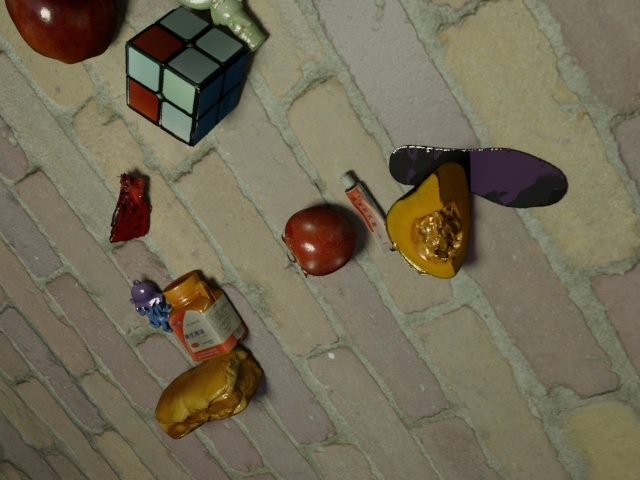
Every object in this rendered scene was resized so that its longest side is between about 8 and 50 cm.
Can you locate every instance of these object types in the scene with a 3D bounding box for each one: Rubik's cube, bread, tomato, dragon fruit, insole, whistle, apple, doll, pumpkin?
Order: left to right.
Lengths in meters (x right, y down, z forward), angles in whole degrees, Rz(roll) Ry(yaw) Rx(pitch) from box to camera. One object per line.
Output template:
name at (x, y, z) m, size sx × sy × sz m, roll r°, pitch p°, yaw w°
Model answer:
apple at (-0.537, -0.488, 1.266) m, size 0.233 × 0.234 × 0.234 m, roll 11°, pitch 121°, yaw 20°
dragon fruit at (-0.508, -0.091, 1.545) m, size 0.092 × 0.122 × 0.192 m, roll 35°, pitch 130°, yaw 22°
doll at (-0.477, 0.188, 1.718) m, size 0.109 × 0.067 × 0.206 m, roll -12°, pitch 123°, yaw 15°
Rubik's cube at (-0.275, -0.332, 1.236) m, size 0.180 × 0.167 × 0.183 m, roll 34°, pitch 144°, yaw 3°
bread at (-0.327, 0.427, 1.701) m, size 0.344 × 0.195 × 0.149 m, roll -32°, pitch 106°, yaw 32°
whistle at (-0.208, -0.490, 1.207) m, size 0.126 × 0.067 × 0.258 m, roll -38°, pitch 102°, yaw 22°
tomato at (0.000, 0.000, 1.335) m, size 0.167 × 0.167 × 0.168 m, roll 11°, pitch 121°, yaw 20°
pumpkin at (0.212, -0.063, 1.229) m, size 0.162 × 0.111 × 0.279 m, roll 15°, pitch 137°, yaw 37°
insole at (0.304, -0.132, 1.198) m, size 0.348 × 0.009 × 0.119 m, roll 10°, pitch 119°, yaw 20°

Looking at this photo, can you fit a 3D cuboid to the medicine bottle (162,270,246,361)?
medicine bottle at (-0.319, 0.201, 1.615) m, size 0.149 × 0.112 × 0.222 m, roll -21°, pitch 107°, yaw 33°

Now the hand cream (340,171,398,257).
hand cream at (0.107, -0.055, 1.322) m, size 0.216 × 0.038 × 0.052 m, roll 55°, pitch 152°, yaw -15°
